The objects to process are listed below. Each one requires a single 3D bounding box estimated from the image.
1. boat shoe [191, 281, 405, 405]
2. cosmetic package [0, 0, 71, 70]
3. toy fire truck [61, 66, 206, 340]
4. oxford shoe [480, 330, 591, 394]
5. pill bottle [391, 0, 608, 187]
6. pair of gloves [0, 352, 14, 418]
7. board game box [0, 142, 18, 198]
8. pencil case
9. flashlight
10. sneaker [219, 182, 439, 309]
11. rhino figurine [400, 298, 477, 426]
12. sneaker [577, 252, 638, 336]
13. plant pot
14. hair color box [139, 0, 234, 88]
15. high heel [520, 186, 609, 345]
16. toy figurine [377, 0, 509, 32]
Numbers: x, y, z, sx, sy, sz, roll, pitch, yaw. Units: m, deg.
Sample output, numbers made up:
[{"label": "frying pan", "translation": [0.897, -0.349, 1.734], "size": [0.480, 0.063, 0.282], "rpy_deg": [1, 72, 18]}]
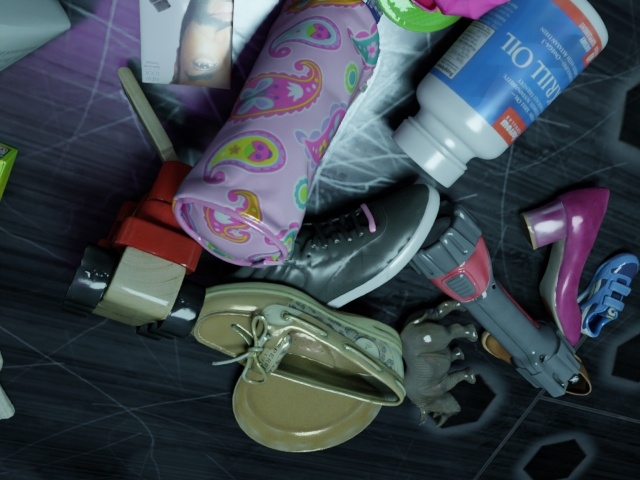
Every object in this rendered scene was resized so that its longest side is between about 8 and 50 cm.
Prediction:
[{"label": "boat shoe", "translation": [-0.023, 0.127, 0.647], "size": [0.285, 0.089, 0.104], "rpy_deg": [15, 128, -15]}, {"label": "cosmetic package", "translation": [-0.469, -0.183, 0.339], "size": [0.393, 0.329, 0.327], "rpy_deg": [-29, 111, 6]}, {"label": "toy fire truck", "translation": [-0.196, -0.032, 0.595], "size": [0.158, 0.217, 0.246], "rpy_deg": [24, 70, -20]}, {"label": "oxford shoe", "translation": [0.347, 0.187, 0.848], "size": [0.212, 0.076, 0.076], "rpy_deg": [23, 114, -19]}, {"label": "pill bottle", "translation": [0.187, -0.169, 0.597], "size": [0.124, 0.124, 0.221], "rpy_deg": [33, 108, -24]}, {"label": "pair of gloves", "translation": [-0.549, 0.174, 0.706], "size": [0.240, 0.042, 0.204], "rpy_deg": [1, 118, -9]}, {"label": "board game box", "translation": [-0.423, -0.039, 0.609], "size": [0.092, 0.043, 0.181], "rpy_deg": [24, 112, -20]}, {"label": "pencil case", "translation": [-0.030, -0.114, 0.517], "size": [0.124, 0.284, 0.124], "rpy_deg": [19, 154, 10]}, {"label": "flashlight", "translation": [0.238, 0.080, 0.737], "size": [0.304, 0.103, 0.103], "rpy_deg": [43, 83, -21]}, {"label": "sneaker", "translation": [0.000, 0.000, 0.667], "size": [0.295, 0.104, 0.147], "rpy_deg": [-37, 123, 16]}, {"label": "rhino figurine", "translation": [0.176, 0.200, 0.827], "size": [0.106, 0.073, 0.243], "rpy_deg": [-13, 121, -7]}, {"label": "sneaker", "translation": [0.435, 0.085, 0.816], "size": [0.053, 0.059, 0.144], "rpy_deg": [20, 112, -17]}, {"label": "plant pot", "translation": [-0.017, 0.234, 0.835], "size": [0.236, 0.032, 0.236], "rpy_deg": [-4, 120, -8]}, {"label": "hair color box", "translation": [-0.133, -0.244, 0.542], "size": [0.093, 0.053, 0.167], "rpy_deg": [1, 119, -11]}, {"label": "high heel", "translation": [0.372, 0.042, 0.771], "size": [0.117, 0.082, 0.244], "rpy_deg": [-20, 108, 11]}, {"label": "toy figurine", "translation": [0.140, -0.276, 0.510], "size": [0.130, 0.159, 0.173], "rpy_deg": [24, 111, -21]}]
